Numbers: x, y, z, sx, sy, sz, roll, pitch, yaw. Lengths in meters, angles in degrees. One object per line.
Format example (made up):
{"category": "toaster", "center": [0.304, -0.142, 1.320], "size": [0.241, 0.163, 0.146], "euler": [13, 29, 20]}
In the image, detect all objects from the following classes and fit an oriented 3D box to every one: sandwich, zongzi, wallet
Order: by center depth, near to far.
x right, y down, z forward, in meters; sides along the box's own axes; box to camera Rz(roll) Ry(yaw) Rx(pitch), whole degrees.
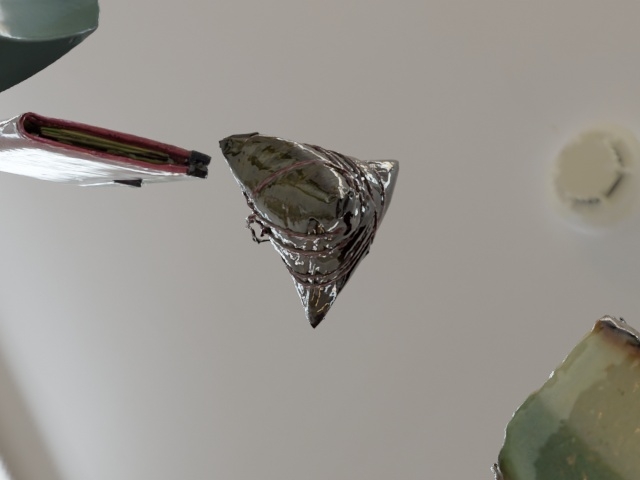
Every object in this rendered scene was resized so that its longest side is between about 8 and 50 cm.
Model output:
{"category": "zongzi", "center": [0.000, 0.000, 0.706], "size": [0.067, 0.083, 0.073], "euler": [23, -81, 34]}
{"category": "sandwich", "center": [0.184, 0.139, 0.830], "size": [0.186, 0.220, 0.108], "euler": [43, -87, 23]}
{"category": "wallet", "center": [-0.165, -0.056, 1.147], "size": [0.232, 0.119, 0.025], "euler": [0, -102, 67]}

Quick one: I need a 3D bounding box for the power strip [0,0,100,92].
{"category": "power strip", "center": [-0.205, -0.133, 0.956], "size": [0.167, 0.253, 0.054], "euler": [-31, -106, -9]}
